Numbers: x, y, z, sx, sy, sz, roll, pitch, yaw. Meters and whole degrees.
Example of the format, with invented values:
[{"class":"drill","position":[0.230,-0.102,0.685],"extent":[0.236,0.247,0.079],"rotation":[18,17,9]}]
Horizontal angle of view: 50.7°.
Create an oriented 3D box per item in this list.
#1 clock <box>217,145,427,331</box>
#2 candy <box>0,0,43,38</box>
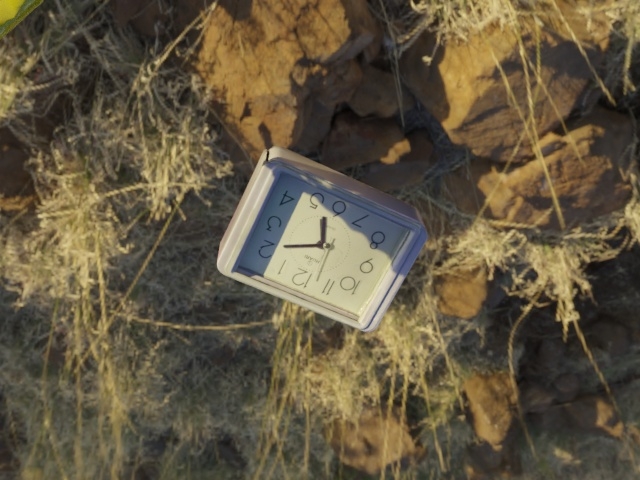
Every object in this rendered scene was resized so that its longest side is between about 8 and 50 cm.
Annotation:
[{"class":"clock","position":[0.000,0.001,0.737],"extent":[0.194,0.073,0.144],"rotation":[23,109,-11]},{"class":"candy","position":[-0.140,-0.215,0.373],"extent":[0.081,0.187,0.297],"rotation":[23,118,-27]}]
